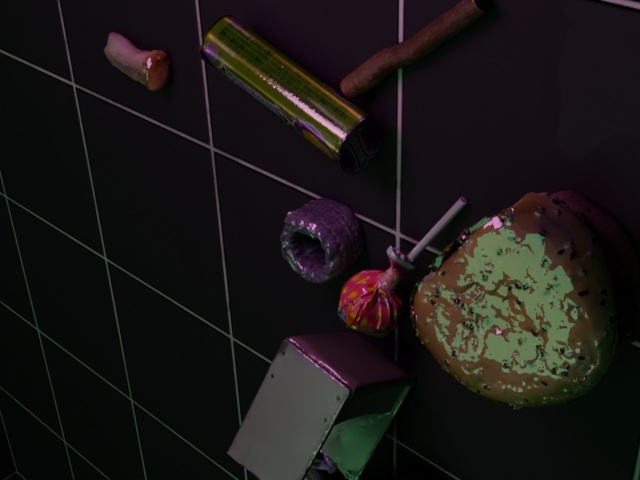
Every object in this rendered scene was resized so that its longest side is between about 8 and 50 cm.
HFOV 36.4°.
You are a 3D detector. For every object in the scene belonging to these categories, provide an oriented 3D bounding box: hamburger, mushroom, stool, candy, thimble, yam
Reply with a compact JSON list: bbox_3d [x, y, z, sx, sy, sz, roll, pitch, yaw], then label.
[{"bbox_3d":[0.311,0.093,1.403,0.277,0.195,0.318,50,127,15],"label":"hamburger"},{"bbox_3d":[-0.389,-0.380,2.020,0.209,0.071,0.084,33,131,36],"label":"mushroom"},{"bbox_3d":[0.006,0.325,1.819,0.170,0.243,0.269,36,107,30],"label":"stool"},{"bbox_3d":[0.148,0.044,1.677,0.124,0.124,0.365,50,134,12],"label":"candy"},{"bbox_3d":[0.002,0.001,1.799,0.150,0.098,0.150,29,135,34],"label":"thimble"},{"bbox_3d":[0.138,-0.294,1.481,0.327,0.045,0.045,-25,73,54],"label":"yam"}]

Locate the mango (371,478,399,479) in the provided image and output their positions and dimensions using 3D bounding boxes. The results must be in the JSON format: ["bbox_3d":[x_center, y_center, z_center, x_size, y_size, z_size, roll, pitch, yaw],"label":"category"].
[{"bbox_3d":[0.069,0.613,1.971,0.446,0.300,0.232,-24,79,44],"label":"mango"}]

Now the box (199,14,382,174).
[{"bbox_3d":[-0.055,-0.251,1.664,0.345,0.097,0.134,40,177,23],"label":"box"}]

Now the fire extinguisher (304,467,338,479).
[{"bbox_3d":[-0.052,0.482,2.196,0.118,0.093,0.294,-34,87,30],"label":"fire extinguisher"}]

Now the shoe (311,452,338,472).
[{"bbox_3d":[-0.029,0.424,2.053,0.245,0.137,0.095,2,117,30],"label":"shoe"}]
